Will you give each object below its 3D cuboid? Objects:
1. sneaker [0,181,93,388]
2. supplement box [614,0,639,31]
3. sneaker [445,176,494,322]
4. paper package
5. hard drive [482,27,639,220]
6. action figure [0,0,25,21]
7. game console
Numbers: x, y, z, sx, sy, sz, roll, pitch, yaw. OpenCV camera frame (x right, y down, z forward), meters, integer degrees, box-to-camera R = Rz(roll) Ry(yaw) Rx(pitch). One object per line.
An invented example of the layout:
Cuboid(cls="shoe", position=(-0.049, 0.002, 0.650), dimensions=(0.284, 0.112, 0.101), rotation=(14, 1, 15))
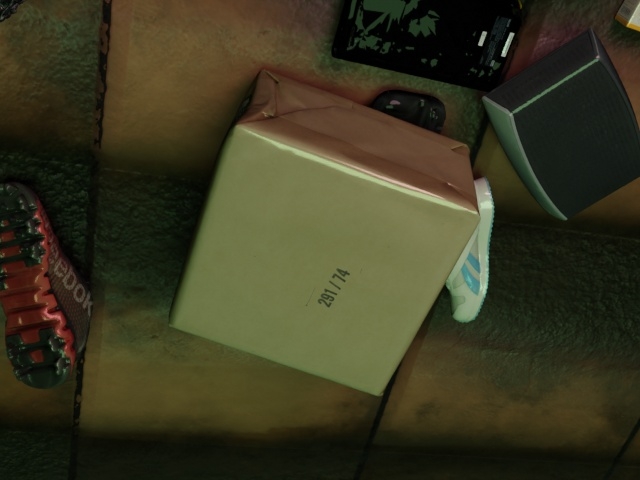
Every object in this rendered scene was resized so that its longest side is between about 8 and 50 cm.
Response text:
Cuboid(cls="sneaker", position=(-0.377, 0.053, 1.042), dimensions=(0.098, 0.135, 0.275), rotation=(-8, 102, 11))
Cuboid(cls="supplement box", position=(0.420, -0.305, 0.955), dimensions=(0.062, 0.036, 0.098), rotation=(14, 120, -17))
Cuboid(cls="sneaker", position=(0.193, 0.016, 1.115), dimensions=(0.092, 0.087, 0.228), rotation=(-3, 117, 2))
Cuboid(cls="paper package", position=(0.000, 0.000, 0.980), dimensions=(0.310, 0.168, 0.324), rotation=(19, 125, -7))
Cuboid(cls="hard drive", position=(0.335, -0.137, 1.024), dimensions=(0.172, 0.054, 0.254), rotation=(-32, 133, 12))
Cuboid(cls="action figure", position=(-0.376, -0.349, 0.752), dimensions=(0.164, 0.141, 0.275), rotation=(-40, 94, 27))
Cuboid(cls="game console", position=(0.101, -0.173, 0.995), dimensions=(0.213, 0.044, 0.361), rotation=(10, 121, -13))
